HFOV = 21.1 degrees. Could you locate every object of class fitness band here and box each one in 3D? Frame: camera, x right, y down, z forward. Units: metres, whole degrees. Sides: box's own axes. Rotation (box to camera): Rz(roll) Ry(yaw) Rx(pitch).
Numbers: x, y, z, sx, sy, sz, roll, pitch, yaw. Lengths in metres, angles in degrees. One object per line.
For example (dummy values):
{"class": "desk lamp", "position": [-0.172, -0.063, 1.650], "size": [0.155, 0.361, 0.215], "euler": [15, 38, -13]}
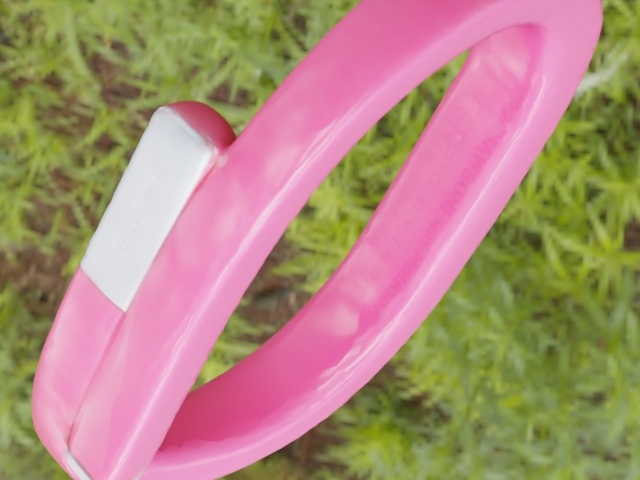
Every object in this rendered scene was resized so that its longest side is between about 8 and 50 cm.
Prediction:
{"class": "fitness band", "position": [0.000, 0.000, 0.654], "size": [0.054, 0.209, 0.291], "euler": [48, 131, 20]}
